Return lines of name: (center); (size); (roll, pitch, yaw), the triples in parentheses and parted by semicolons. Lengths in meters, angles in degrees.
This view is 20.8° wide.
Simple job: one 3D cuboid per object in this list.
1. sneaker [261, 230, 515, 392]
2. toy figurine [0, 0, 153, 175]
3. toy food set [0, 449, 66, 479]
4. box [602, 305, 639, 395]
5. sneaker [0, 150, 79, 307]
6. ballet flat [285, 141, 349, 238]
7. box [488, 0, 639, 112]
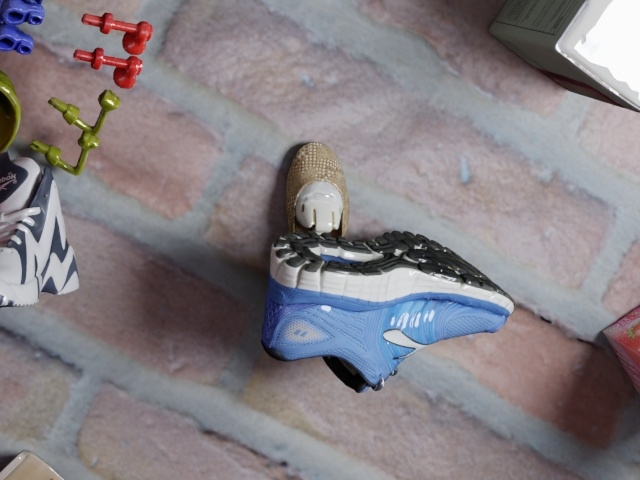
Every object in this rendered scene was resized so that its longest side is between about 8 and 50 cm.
sneaker: (0.064, 0.077, 1.834); (0.330, 0.130, 0.147); (4, 115, -39)
toy figurine: (-0.272, -0.259, 1.715); (0.191, 0.217, 0.362); (8, 143, -19)
toy food set: (-0.292, 0.397, 1.864); (0.220, 0.092, 0.306); (-44, 106, -1)
box: (0.444, 0.147, 1.867); (0.154, 0.300, 0.142); (-33, 106, -5)
sneaker: (-0.315, -0.011, 1.718); (0.094, 0.235, 0.153); (-10, 92, 21)
ballet flat: (0.000, 0.000, 1.860); (0.073, 0.067, 0.206); (-4, 102, -12)
box: (0.291, -0.232, 1.790); (0.127, 0.232, 0.148); (34, 93, -16)
